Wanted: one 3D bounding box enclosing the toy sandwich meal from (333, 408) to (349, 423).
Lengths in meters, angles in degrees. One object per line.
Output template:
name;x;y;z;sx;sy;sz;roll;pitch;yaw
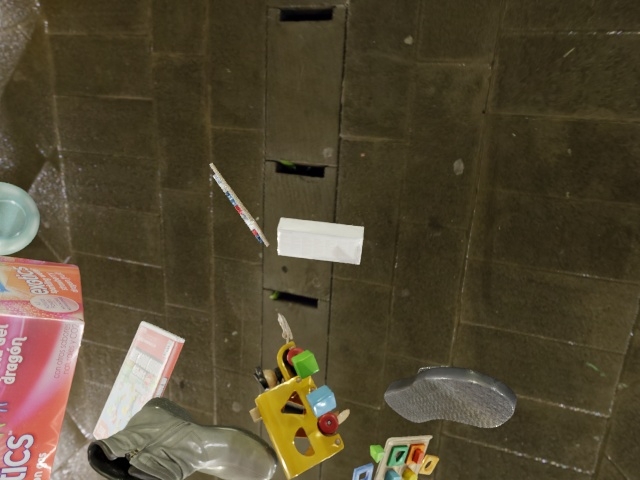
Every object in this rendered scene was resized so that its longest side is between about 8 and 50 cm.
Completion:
toy sandwich meal;0.066;0.627;1.620;0.029;0.085;0.086;44;117;32

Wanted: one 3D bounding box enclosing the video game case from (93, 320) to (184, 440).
video game case;-0.425;0.344;1.055;0.204;0.025;0.285;4;70;47

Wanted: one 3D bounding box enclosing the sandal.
sandal;0.171;0.211;0.646;0.097;0.054;0.254;44;151;-3

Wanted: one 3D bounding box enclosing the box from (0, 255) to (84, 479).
box;-0.322;0.173;0.412;0.154;0.142;0.300;31;106;58

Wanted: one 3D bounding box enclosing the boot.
boot;-0.192;0.325;0.653;0.246;0.161;0.084;21;97;4

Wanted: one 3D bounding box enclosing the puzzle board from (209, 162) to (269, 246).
puzzle board;-0.109;-0.043;0.619;0.011;0.128;0.096;-36;78;-7

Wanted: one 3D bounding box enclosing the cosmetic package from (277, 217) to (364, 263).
cosmetic package;0.000;0.000;1.293;0.238;0.061;0.099;7;131;4

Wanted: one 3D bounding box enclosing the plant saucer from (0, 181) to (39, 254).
plant saucer;-0.839;-0.057;1.197;0.037;0.195;0.195;3;106;36

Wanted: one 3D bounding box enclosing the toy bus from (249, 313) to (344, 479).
toy bus;-0.049;0.238;0.661;0.104;0.202;0.191;-23;111;-16

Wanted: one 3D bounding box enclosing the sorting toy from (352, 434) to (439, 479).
sorting toy;0.251;0.679;1.366;0.047;0.347;0.196;32;105;54
